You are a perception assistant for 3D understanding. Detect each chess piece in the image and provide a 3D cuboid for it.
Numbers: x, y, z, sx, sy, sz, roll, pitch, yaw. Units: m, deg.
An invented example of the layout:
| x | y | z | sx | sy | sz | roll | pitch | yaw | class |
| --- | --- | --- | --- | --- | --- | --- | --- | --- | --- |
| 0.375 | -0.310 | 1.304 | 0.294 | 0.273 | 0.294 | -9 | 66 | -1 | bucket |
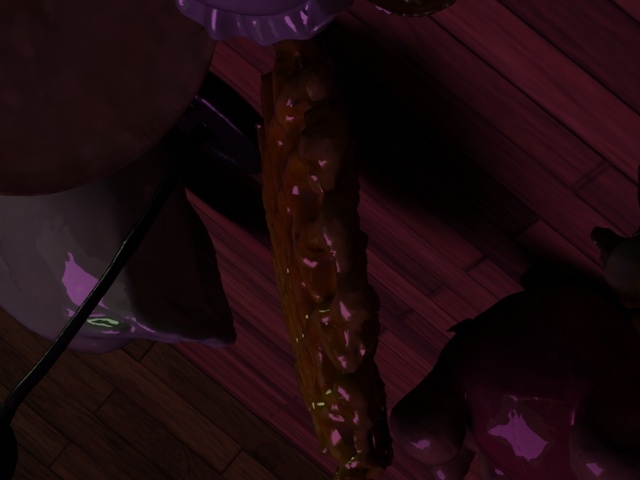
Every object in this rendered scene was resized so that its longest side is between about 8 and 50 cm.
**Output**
| x | y | z | sx | sy | sz | roll | pitch | yaw | class |
| --- | --- | --- | --- | --- | --- | --- | --- | --- | --- |
| -0.238 | -0.157 | 0.881 | 0.234 | 0.234 | 0.442 | 45 | 169 | -22 | chess piece |

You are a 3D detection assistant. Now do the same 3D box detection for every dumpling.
| x | y | z | sx | sy | sz | roll | pitch | yaw | class |
| --- | --- | --- | --- | --- | --- | --- | --- | --- | --- |
| -0.220 | -0.026 | 1.233 | 0.270 | 0.211 | 0.321 | 94 | 158 | -84 | dumpling |

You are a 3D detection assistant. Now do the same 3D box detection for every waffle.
| x | y | z | sx | sy | sz | roll | pitch | yaw | class |
| --- | --- | --- | --- | --- | --- | --- | --- | --- | --- |
| -0.002 | 0.000 | 0.827 | 0.291 | 0.051 | 0.291 | 169 | 90 | -84 | waffle |

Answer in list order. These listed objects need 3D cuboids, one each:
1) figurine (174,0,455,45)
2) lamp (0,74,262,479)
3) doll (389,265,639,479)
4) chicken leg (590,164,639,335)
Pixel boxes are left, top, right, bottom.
| x | y | z | sx | sy | sz | roll | pitch | yaw | class |
| --- | --- | --- | --- | --- | --- | --- | --- | --- | --- |
| -0.063 | -0.163 | 0.588 | 0.271 | 0.143 | 0.143 | 15 | 166 | -2 | figurine |
| -0.154 | 0.047 | 1.058 | 0.130 | 0.371 | 0.108 | 27 | -177 | 37 | lamp |
| 0.168 | 0.142 | 0.873 | 0.196 | 0.152 | 0.256 | 45 | 178 | 41 | doll |
| 0.169 | -0.014 | 0.429 | 0.201 | 0.152 | 0.429 | 51 | 175 | 6 | chicken leg |
